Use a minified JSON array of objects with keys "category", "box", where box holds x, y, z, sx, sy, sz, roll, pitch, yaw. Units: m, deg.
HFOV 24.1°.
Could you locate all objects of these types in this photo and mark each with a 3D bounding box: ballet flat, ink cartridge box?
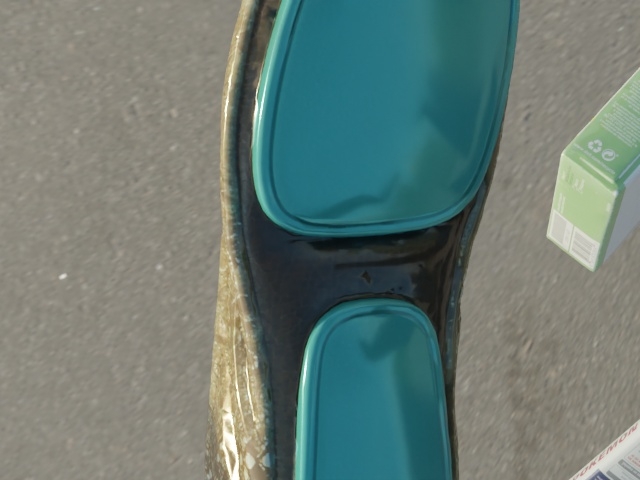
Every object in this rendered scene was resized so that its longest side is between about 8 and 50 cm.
[{"category":"ballet flat","box":[0.000,0.000,0.343,0.067,0.073,0.206,17,102,61]},{"category":"ink cartridge box","box":[0.268,-0.097,1.111,0.056,0.171,0.235,40,78,17]}]

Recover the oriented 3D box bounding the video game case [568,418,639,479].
[{"category":"video game case","box":[0.243,0.198,0.918,0.201,0.023,0.183,36,128,-4]}]
